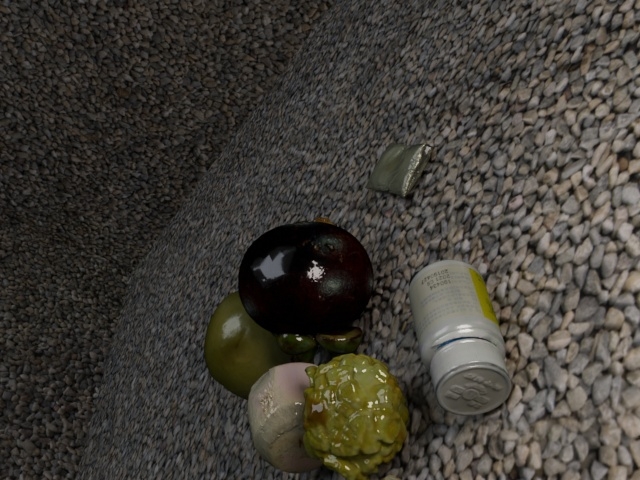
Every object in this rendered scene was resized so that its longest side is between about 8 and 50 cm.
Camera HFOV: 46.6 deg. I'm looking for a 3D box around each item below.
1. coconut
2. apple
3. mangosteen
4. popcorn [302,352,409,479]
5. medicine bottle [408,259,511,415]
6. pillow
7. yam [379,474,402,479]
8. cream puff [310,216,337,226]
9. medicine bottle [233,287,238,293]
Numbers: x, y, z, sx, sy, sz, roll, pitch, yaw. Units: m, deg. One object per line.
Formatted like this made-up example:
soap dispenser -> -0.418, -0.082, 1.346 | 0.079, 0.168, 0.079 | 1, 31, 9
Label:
coconut -> -0.054, 0.363, 1.577 | 0.224, 0.224, 0.234 | -51, 37, 23
apple -> -0.186, 0.262, 1.942 | 0.257, 0.233, 0.295 | -57, 22, 6
mangosteen -> -0.032, 0.108, 1.717 | 0.330, 0.330, 0.330 | -47, 27, 32
popcorn -> 0.055, 0.326, 1.380 | 0.217, 0.181, 0.234 | 3, 79, 23
medicine bottle -> 0.236, 0.162, 1.276 | 0.143, 0.143, 0.258 | -48, 25, 29
pillow -> 0.195, -0.184, 1.882 | 0.148, 0.050, 0.230 | -58, 20, -3
yam -> 0.054, 0.516, 1.366 | 0.300, 0.066, 0.066 | -44, 28, 33
cream puff -> 0.000, 0.000, 2.024 | 0.119, 0.104, 0.133 | -52, 25, 7
medicine bottle -> -0.150, 0.136, 2.130 | 0.225, 0.139, 0.139 | -44, 28, 36
